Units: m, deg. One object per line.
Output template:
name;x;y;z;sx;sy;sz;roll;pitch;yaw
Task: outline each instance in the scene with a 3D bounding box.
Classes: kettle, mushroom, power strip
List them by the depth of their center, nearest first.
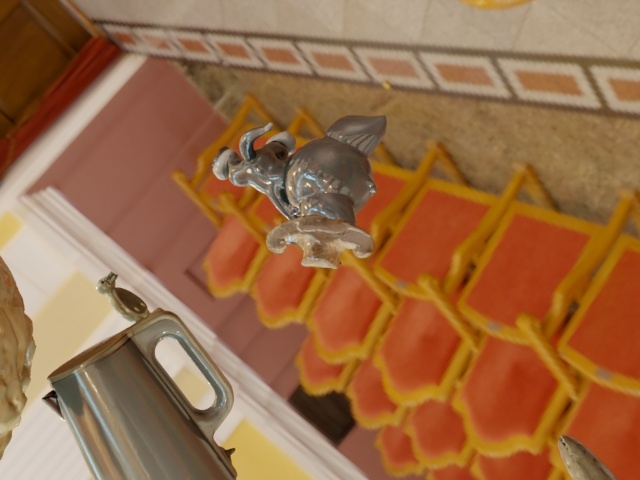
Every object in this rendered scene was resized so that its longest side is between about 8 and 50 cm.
mushroom;0.000;0.000;0.942;0.101;0.049;0.019;2;157;16
kettle;-0.208;0.227;1.337;0.243;0.210;0.160;62;171;-8
power strip;-0.259;0.075;1.418;0.083;0.035;0.055;40;-158;2

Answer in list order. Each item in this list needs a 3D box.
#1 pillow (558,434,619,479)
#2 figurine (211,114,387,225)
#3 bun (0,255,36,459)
pillow;0.389;0.347;1.412;0.093;0.051;0.241;38;-170;-26
figurine;-0.028;-0.111;1.534;0.265;0.193;0.140;24;162;18
bun;-0.446;0.129;1.220;0.227;0.353;0.349;0;-168;-10
